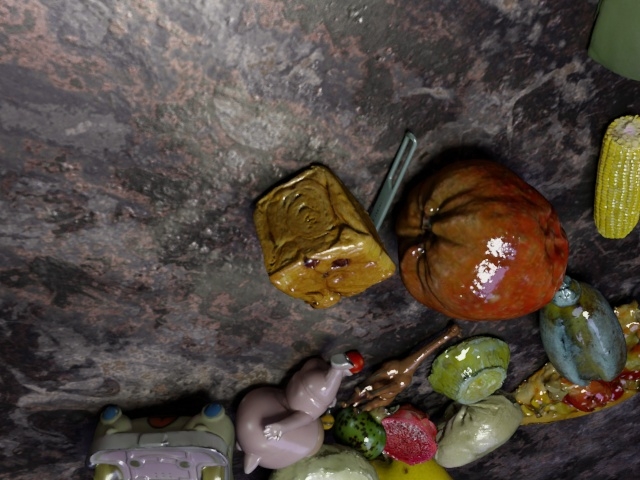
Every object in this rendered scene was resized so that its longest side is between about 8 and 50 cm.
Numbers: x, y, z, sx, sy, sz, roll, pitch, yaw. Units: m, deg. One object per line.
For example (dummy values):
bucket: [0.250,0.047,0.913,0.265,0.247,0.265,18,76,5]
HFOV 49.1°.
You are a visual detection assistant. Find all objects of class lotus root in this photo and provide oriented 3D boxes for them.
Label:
lotus root: [0.526,0.168,1.434,0.158,0.140,0.322,-15,125,25]

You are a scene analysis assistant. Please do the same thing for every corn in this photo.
corn: [0.510,-0.098,1.188,0.081,0.081,0.248,-22,139,-4]

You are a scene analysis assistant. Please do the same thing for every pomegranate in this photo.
pomegranate: [0.097,0.392,1.476,0.161,0.122,0.122,-44,137,2]

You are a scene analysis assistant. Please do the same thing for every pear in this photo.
pear: [0.217,0.654,1.715,0.284,0.285,0.337,3,92,-28]

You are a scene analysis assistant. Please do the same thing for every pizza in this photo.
pizza: [0.654,0.301,1.638,0.439,0.130,0.406,-14,140,-13]

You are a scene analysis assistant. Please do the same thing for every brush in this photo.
brush: [0.096,-0.049,1.067,0.027,0.062,0.266,-10,135,-39]

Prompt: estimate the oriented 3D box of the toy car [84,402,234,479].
toy car: [-0.264,0.428,1.288,0.242,0.226,0.336,-2,120,2]

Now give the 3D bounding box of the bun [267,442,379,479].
bun: [-0.005,0.506,1.400,0.259,0.152,0.260,-6,111,-15]

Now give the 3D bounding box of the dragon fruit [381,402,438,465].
dragon fruit: [0.195,0.410,1.566,0.153,0.111,0.153,10,123,16]

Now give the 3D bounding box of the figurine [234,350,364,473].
figurine: [-0.030,0.318,1.301,0.287,0.176,0.186,-45,116,3]

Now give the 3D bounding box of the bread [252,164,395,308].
bread: [0.000,0.000,0.991,0.149,0.158,0.143,-33,143,7]

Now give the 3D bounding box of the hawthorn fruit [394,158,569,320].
hawthorn fruit: [0.243,0.008,1.055,0.261,0.258,0.258,22,125,-7]

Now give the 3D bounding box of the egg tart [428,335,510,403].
egg tart: [0.330,0.281,1.498,0.197,0.078,0.197,-15,138,-14]

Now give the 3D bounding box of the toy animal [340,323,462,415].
toy animal: [0.164,0.255,1.392,0.229,0.066,0.224,-19,152,-34]

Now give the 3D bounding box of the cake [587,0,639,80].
cake: [0.480,-0.330,0.871,0.157,0.172,0.284,-14,136,-16]

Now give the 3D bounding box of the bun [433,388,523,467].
bun: [0.345,0.408,1.579,0.237,0.116,0.210,-35,177,-31]
